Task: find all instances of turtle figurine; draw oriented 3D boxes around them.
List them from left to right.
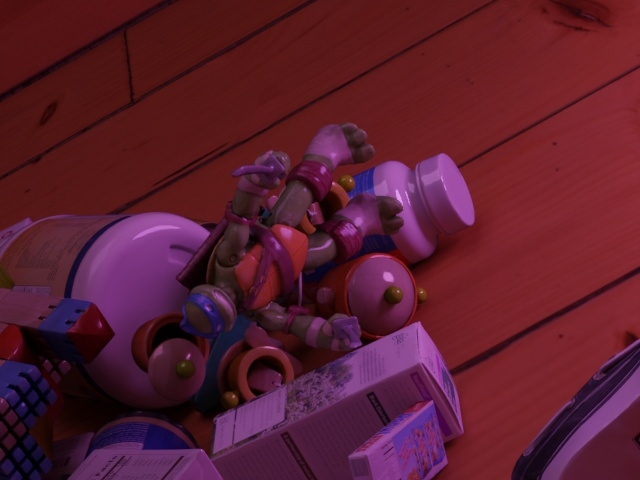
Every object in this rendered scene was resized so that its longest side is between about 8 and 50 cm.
[{"bbox_3d":[0.000,0.000,1.844,0.266,0.198,0.274,-46,-3,-40],"label":"turtle figurine"}]

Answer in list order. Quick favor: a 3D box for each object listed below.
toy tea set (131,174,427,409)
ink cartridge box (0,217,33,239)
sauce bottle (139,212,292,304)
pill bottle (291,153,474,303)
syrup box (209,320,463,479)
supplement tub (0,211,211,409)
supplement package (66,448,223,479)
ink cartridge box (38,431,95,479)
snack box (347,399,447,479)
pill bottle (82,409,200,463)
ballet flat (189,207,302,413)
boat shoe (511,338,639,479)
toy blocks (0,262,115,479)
[{"bbox_3d":[-0.038,0.076,1.970,0.336,0.200,0.124,-41,16,-24],"label":"toy tea set"},{"bbox_3d":[-0.516,0.123,2.568,0.307,0.129,0.223,-26,22,13],"label":"ink cartridge box"},{"bbox_3d":[-0.147,0.028,2.321,0.111,0.111,0.344,-40,23,-22],"label":"sauce bottle"},{"bbox_3d":[0.060,-0.019,2.142,0.221,0.124,0.124,-23,23,21],"label":"pill bottle"},{"bbox_3d":[0.016,0.182,1.808,0.237,0.096,0.093,-25,21,10],"label":"syrup box"},{"bbox_3d":[-0.267,0.081,2.209,0.228,0.228,0.316,-44,25,-30],"label":"supplement tub"},{"bbox_3d":[-0.131,0.329,1.462,0.145,0.262,0.204,-7,32,46],"label":"supplement package"},{"bbox_3d":[-0.311,0.298,1.944,0.148,0.086,0.203,-15,20,11],"label":"ink cartridge box"},{"bbox_3d":[0.072,0.198,1.662,0.022,0.064,0.178,-12,6,24],"label":"snack box"},{"bbox_3d":[-0.192,0.276,1.839,0.123,0.123,0.219,-24,24,17],"label":"pill bottle"},{"bbox_3d":[-0.071,0.086,2.072,0.083,0.087,0.247,28,-100,-76],"label":"ballet flat"},{"bbox_3d":[0.288,0.128,1.579,0.301,0.108,0.102,-43,26,-11],"label":"boat shoe"},{"bbox_3d":[-0.373,0.185,1.942,0.261,0.190,0.381,6,46,44],"label":"toy blocks"}]
